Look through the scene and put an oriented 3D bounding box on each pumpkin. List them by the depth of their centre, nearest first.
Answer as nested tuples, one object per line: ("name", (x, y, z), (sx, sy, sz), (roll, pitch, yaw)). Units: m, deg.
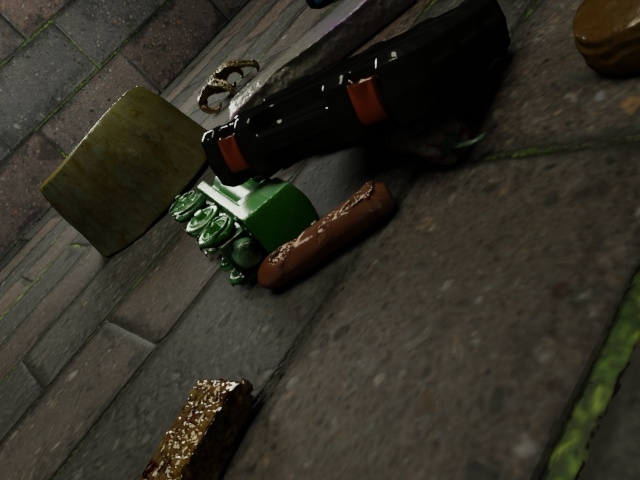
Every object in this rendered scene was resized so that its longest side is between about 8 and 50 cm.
("pumpkin", (-0.381, -0.154, 1.190), (0.332, 0.199, 0.332), (-32, 26, 18))

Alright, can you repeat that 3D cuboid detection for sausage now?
("sausage", (0.000, 0.000, 0.553), (0.158, 0.042, 0.036), (-36, 64, 22))

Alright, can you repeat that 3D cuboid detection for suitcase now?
("suitcase", (0.029, -0.147, 0.617), (0.285, 0.066, 0.206), (-11, 23, 43))

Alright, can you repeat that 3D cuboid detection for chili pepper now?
("chili pepper", (0.094, -0.096, 0.553), (0.050, 0.041, 0.153), (-5, 17, -18))

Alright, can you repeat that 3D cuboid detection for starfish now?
("starfish", (-0.220, -0.386, 1.457), (0.146, 0.074, 0.190), (-32, 25, 37))

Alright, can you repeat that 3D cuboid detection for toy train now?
("toy train", (-0.099, -0.031, 0.703), (0.119, 0.085, 0.251), (-42, 26, -8))

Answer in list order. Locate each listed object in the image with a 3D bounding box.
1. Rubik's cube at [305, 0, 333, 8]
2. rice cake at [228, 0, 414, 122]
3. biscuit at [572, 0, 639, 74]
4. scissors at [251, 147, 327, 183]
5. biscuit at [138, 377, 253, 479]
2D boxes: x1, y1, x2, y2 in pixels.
("Rubik's cube", (0.077, -0.616, 1.052), (0.288, 0.283, 0.293), (-18, 18, 45))
("rice cake", (-0.003, -0.316, 1.019), (0.399, 0.064, 0.070), (-34, 33, 21))
("biscuit", (0.345, -0.308, 0.464), (0.368, 0.076, 0.394), (-31, 28, 29))
("scissors", (-0.017, -0.124, 0.788), (0.300, 0.022, 0.109), (-4, 50, 53))
("biscuit", (-0.108, 0.184, 0.425), (0.064, 0.034, 0.199), (-16, 36, 46))
